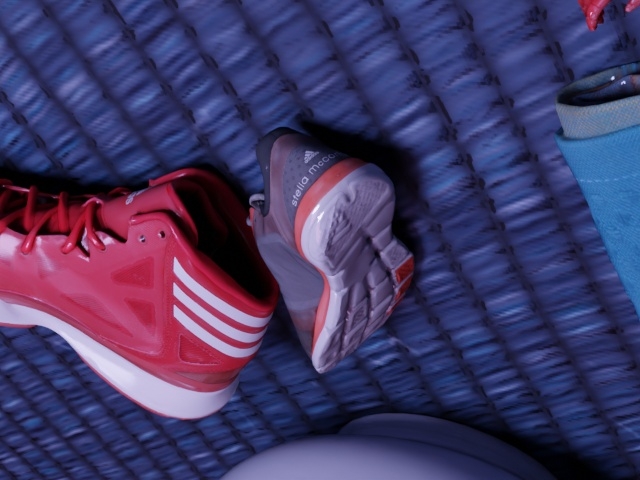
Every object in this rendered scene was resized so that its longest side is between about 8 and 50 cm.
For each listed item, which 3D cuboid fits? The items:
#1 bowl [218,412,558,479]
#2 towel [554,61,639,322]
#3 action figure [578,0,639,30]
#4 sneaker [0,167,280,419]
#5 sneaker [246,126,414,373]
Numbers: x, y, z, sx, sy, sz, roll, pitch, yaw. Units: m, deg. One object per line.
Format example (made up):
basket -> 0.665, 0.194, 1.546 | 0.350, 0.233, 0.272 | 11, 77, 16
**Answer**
bowl -> 0.055, 0.187, 0.904 | 0.297, 0.134, 0.298 | 17, 149, 10
towel -> 0.265, 0.075, 0.583 | 0.271, 0.040, 0.370 | -10, 120, 42
action figure -> 0.071, -0.074, 0.486 | 0.280, 0.139, 0.091 | 5, 147, 22
sneaker -> -0.116, -0.013, 0.778 | 0.221, 0.087, 0.128 | 26, 134, -9
sneaker -> 0.000, 0.000, 0.739 | 0.065, 0.061, 0.158 | 40, 156, 24
